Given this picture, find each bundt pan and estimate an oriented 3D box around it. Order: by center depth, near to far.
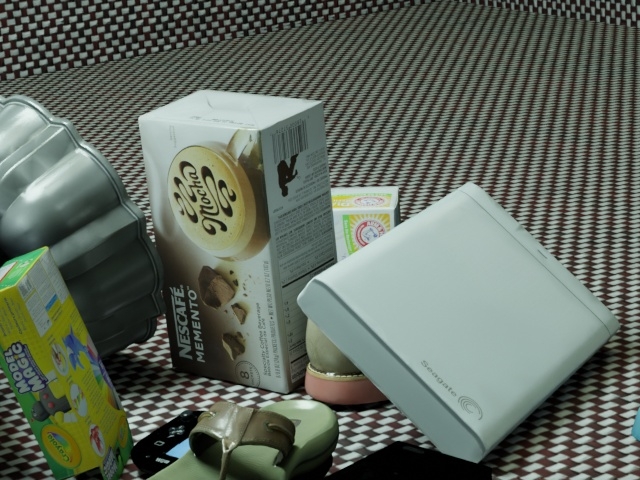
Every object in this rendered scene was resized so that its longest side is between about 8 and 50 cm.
[{"bbox_3d":[-0.329,0.009,1.979,0.330,0.331,0.124,13,39,44],"label":"bundt pan"}]

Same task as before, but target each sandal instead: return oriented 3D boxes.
[{"bbox_3d":[-0.069,0.174,1.554,0.120,0.086,0.303,6,14,15],"label":"sandal"}]

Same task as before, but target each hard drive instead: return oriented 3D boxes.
[{"bbox_3d":[0.151,0.075,1.842,0.233,0.047,0.353,45,34,10],"label":"hard drive"}]

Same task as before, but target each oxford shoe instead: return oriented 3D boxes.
[{"bbox_3d":[0.132,0.073,1.943,0.348,0.130,0.123,-17,20,-39],"label":"oxford shoe"}]

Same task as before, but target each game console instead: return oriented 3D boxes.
[{"bbox_3d":[-0.036,0.220,1.641,0.361,0.044,0.213,10,21,41],"label":"game console"}]

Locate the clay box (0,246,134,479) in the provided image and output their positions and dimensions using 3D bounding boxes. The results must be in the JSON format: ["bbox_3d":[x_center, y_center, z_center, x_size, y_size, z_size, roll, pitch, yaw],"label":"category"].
[{"bbox_3d":[-0.250,0.129,1.722,0.053,0.222,0.127,-19,13,11],"label":"clay box"}]

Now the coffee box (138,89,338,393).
[{"bbox_3d":[-0.081,-0.001,1.948,0.168,0.297,0.119,9,24,35],"label":"coffee box"}]

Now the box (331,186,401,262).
[{"bbox_3d":[0.000,0.000,2.251,0.203,0.114,0.103,-1,17,6],"label":"box"}]

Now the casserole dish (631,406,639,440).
[{"bbox_3d":[0.384,0.174,1.716,0.114,0.037,0.188,-19,23,-39],"label":"casserole dish"}]
